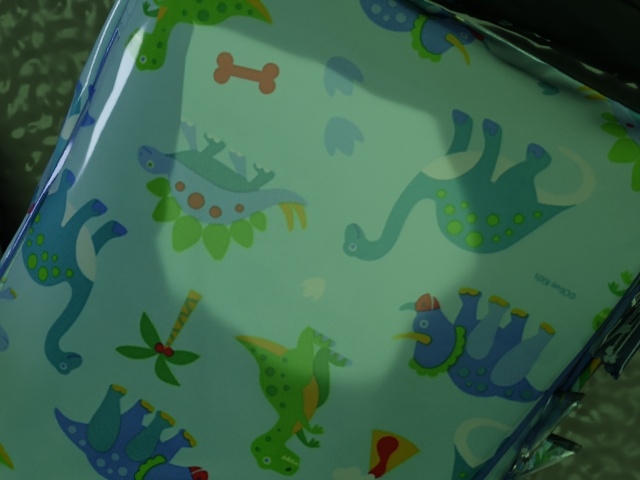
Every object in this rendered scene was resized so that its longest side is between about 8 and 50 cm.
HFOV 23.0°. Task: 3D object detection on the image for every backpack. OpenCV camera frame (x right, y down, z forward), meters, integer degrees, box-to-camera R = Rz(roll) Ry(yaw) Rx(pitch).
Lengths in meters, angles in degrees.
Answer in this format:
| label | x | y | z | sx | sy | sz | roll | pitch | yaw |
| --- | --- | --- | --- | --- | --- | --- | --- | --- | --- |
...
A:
| label | x | y | z | sx | sy | sz | roll | pitch | yaw |
| --- | --- | --- | --- | --- | --- | --- | --- | --- | --- |
| backpack | 0.000 | 0.000 | 0.662 | 0.290 | 0.273 | 0.355 | 33 | 123 | -5 |

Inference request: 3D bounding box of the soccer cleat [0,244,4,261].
| label | x | y | z | sx | sy | sz | roll | pitch | yaw |
| --- | --- | --- | --- | --- | --- | --- | --- | --- | --- |
| soccer cleat | -0.171 | 0.099 | 0.799 | 0.116 | 0.143 | 0.331 | -5 | 88 | 55 |
